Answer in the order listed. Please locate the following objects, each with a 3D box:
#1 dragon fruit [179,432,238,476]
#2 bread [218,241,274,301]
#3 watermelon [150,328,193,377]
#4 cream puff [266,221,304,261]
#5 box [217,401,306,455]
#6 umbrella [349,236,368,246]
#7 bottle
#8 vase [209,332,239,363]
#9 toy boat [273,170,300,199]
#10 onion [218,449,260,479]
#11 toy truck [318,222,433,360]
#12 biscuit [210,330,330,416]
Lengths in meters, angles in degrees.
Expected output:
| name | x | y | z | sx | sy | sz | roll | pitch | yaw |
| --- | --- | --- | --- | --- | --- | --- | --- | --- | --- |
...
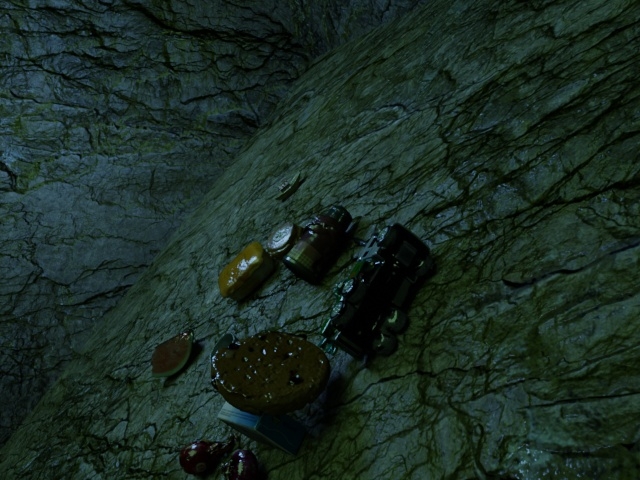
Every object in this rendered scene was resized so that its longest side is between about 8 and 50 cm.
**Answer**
| name | x | y | z | sx | sy | sz | roll | pitch | yaw |
| --- | --- | --- | --- | --- | --- | --- | --- | --- | --- |
| dragon fruit | -0.314 | 0.590 | 1.418 | 0.191 | 0.094 | 0.094 | -28 | 30 | 14 |
| bread | -0.293 | 0.125 | 1.998 | 0.245 | 0.121 | 0.174 | -40 | 25 | 11 |
| watermelon | -0.560 | 0.437 | 2.017 | 0.231 | 0.128 | 0.146 | -29 | 1 | 8 |
| cream puff | -0.118 | 0.010 | 1.893 | 0.165 | 0.115 | 0.150 | -10 | 50 | 39 |
| box | -0.149 | 0.457 | 1.278 | 0.194 | 0.139 | 0.073 | -11 | 43 | 51 |
| umbrella | 0.139 | 0.018 | 1.584 | 0.269 | 0.044 | 0.044 | -163 | 75 | -69 |
| bottle | 0.000 | 0.000 | 1.694 | 0.271 | 0.143 | 0.156 | -52 | 26 | -12 |
| vase | -0.190 | 0.351 | 1.400 | 0.096 | 0.219 | 0.096 | -36 | 28 | 23 |
| toy boat | -0.149 | -0.250 | 2.368 | 0.172 | 0.066 | 0.065 | -44 | 23 | 6 |
| onion | -0.198 | 0.568 | 1.243 | 0.115 | 0.105 | 0.115 | -53 | 22 | 32 |
| toy truck | 0.125 | 0.132 | 1.288 | 0.363 | 0.177 | 0.178 | -57 | 15 | -16 |
| biscuit | -0.118 | 0.320 | 1.240 | 0.296 | 0.296 | 0.075 | -120 | 31 | -63 |
